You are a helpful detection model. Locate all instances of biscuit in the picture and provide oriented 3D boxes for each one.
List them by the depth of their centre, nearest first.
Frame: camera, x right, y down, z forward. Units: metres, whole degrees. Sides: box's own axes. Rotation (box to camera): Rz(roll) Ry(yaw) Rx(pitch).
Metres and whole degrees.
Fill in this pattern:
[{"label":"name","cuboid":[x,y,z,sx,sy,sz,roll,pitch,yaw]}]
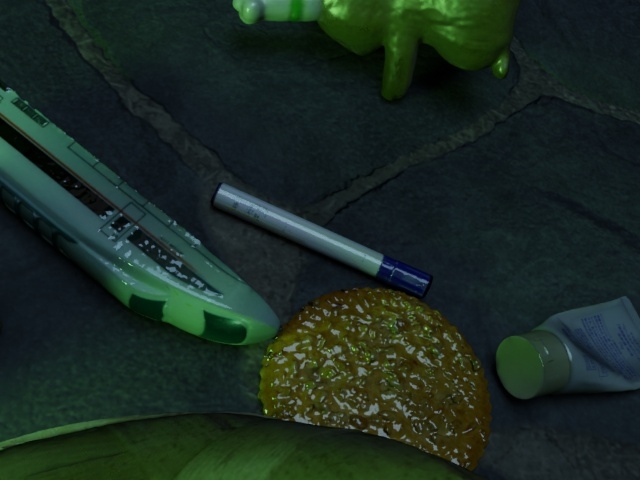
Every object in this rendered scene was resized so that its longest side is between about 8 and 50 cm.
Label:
[{"label":"biscuit","cuboid":[0.063,0.157,0.866,0.254,0.035,0.254,8,57,-12]}]

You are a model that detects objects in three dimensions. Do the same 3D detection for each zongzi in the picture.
[{"label":"zongzi","cuboid":[-0.170,0.195,0.515,0.500,0.467,0.218,0,64,-15]}]

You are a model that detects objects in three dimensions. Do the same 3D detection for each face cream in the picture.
[{"label":"face cream","cuboid":[0.306,0.129,0.948,0.224,0.070,0.114,-6,60,-33]}]

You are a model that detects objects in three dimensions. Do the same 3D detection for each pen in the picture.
[{"label":"pen","cuboid":[0.000,0.000,0.949,0.269,0.033,0.033,24,55,0]}]

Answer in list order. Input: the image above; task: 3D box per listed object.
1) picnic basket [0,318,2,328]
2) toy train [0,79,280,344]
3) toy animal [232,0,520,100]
[{"label":"picnic basket","cuboid":[-0.377,0.030,0.772,0.079,0.115,0.164,-35,73,-29]},{"label":"toy train","cuboid":[-0.221,-0.009,0.858,0.407,0.086,0.088,38,55,9]},{"label":"toy animal","cuboid":[0.082,-0.308,1.101,0.363,0.180,0.181,-1,49,10]}]
